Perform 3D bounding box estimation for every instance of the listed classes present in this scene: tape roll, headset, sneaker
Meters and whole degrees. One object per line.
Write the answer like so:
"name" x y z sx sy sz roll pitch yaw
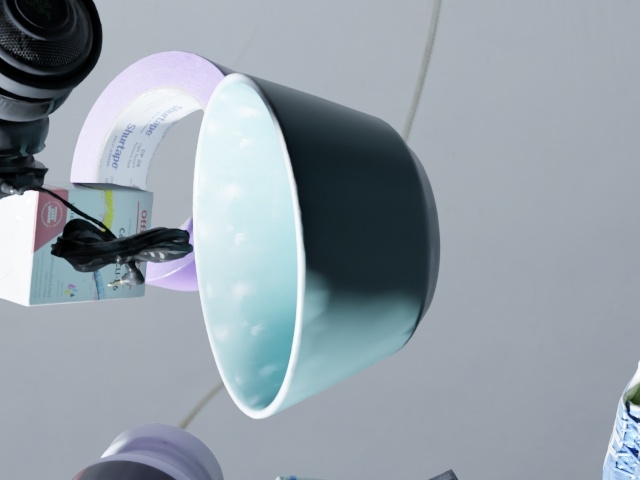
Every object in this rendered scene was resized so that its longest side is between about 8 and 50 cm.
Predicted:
"tape roll" -0.169 -0.081 1.525 0.275 0.275 0.090 -45 149 20
"headset" -0.256 -0.124 1.120 0.185 0.394 0.243 -1 136 -38
"sneaker" 0.382 0.236 1.565 0.080 0.211 0.081 8 162 39

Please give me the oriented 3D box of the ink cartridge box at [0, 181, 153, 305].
"ink cartridge box" -0.237 0.000 1.314 0.067 0.198 0.115 11 99 36

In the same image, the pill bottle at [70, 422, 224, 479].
"pill bottle" -0.249 0.393 1.578 0.210 0.363 0.210 5 115 11

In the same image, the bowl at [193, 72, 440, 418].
"bowl" 0.000 0.000 1.187 0.163 0.311 0.312 -4 120 -22

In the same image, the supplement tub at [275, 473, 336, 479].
"supplement tub" 0.009 0.247 1.138 0.107 0.071 0.071 8 117 -6

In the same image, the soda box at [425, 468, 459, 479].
"soda box" 0.077 0.355 1.520 0.216 0.069 0.074 -23 142 -11
